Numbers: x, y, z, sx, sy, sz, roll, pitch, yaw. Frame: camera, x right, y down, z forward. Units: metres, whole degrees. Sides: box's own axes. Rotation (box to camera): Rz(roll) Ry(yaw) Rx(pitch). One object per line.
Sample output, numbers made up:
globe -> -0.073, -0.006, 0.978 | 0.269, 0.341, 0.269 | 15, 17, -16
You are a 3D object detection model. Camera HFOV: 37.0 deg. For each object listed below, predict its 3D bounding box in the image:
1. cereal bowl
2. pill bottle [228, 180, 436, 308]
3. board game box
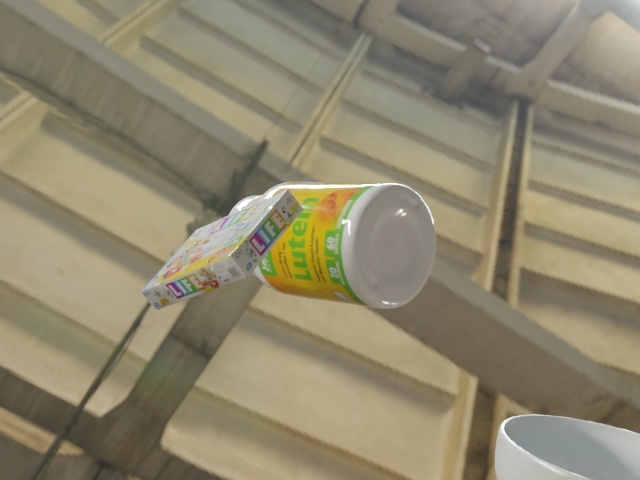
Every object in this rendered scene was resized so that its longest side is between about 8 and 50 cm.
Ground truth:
cereal bowl -> 0.410, 0.371, 1.384 | 0.338, 0.141, 0.339 | 11, -175, -1
pill bottle -> 0.000, 0.000, 1.109 | 0.136, 0.137, 0.245 | -1, -177, -43
board game box -> -0.097, 0.011, 0.927 | 0.026, 0.154, 0.103 | 52, -132, -16
